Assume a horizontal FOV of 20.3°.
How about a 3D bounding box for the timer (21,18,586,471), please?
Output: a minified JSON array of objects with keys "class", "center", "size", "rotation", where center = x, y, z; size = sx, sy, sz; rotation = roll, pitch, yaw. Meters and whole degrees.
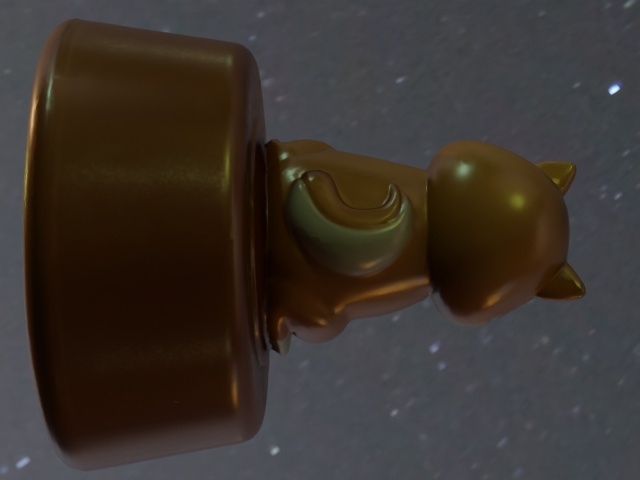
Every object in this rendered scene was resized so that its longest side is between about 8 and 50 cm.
[{"class":"timer","center":[0.000,0.000,0.522],"size":[0.152,0.132,0.132],"rotation":[-1,-71,2]}]
